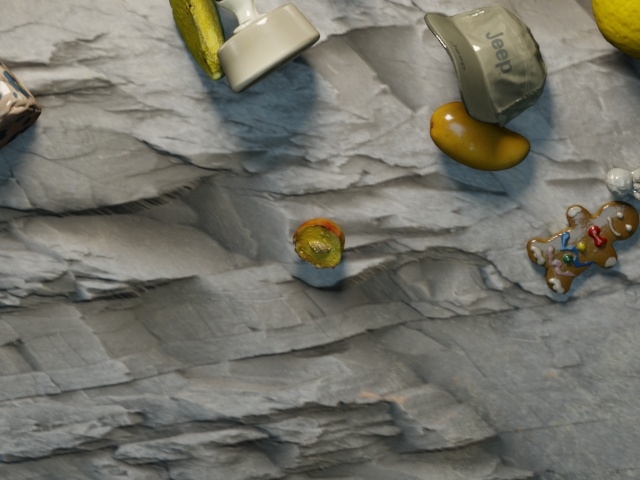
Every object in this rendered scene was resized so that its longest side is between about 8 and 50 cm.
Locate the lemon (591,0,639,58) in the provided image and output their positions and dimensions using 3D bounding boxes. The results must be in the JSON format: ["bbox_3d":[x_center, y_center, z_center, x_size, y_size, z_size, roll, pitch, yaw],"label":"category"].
[{"bbox_3d":[0.550,-0.411,1.611,0.228,0.228,0.254,2,102,2],"label":"lemon"}]

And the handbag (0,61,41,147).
[{"bbox_3d":[-0.634,-0.226,1.733,0.251,0.190,0.193,-36,94,3],"label":"handbag"}]

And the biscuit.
[{"bbox_3d":[0.480,0.000,1.822,0.205,0.031,0.138,-33,101,8],"label":"biscuit"}]

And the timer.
[{"bbox_3d":[-0.142,-0.401,1.677,0.175,0.175,0.266,-32,96,10],"label":"timer"}]

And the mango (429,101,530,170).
[{"bbox_3d":[0.273,-0.177,1.758,0.184,0.085,0.102,22,97,-15],"label":"mango"}]

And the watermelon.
[{"bbox_3d":[-0.218,-0.365,1.727,0.075,0.092,0.182,-13,113,20],"label":"watermelon"}]

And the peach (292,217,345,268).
[{"bbox_3d":[0.001,0.000,1.826,0.098,0.061,0.098,10,123,16],"label":"peach"}]

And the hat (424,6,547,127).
[{"bbox_3d":[0.283,-0.302,1.648,0.149,0.244,0.214,-26,87,14],"label":"hat"}]

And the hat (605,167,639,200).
[{"bbox_3d":[0.584,-0.101,1.773,0.162,0.093,0.112,7,96,19],"label":"hat"}]
